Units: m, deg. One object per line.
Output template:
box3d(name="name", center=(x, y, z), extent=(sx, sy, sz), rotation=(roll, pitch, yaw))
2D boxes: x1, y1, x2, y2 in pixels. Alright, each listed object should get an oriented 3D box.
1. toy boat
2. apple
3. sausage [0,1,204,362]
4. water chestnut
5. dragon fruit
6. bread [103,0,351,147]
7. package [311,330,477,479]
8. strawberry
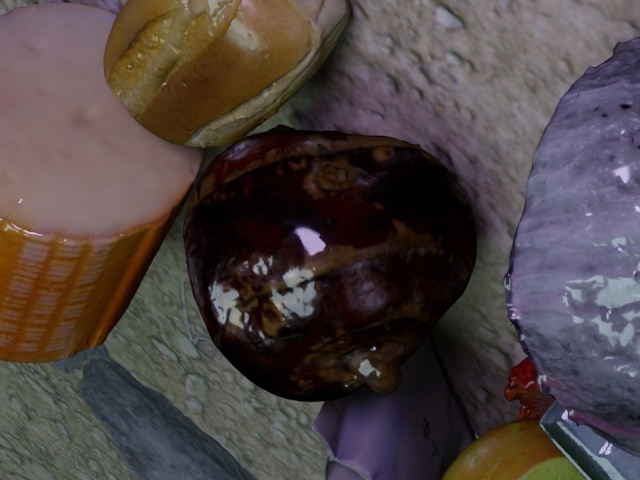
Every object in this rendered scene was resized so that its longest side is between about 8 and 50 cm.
box3d(name="toy boat", center=(0.269, 0.199, 1.093), extent=(0.260, 0.078, 0.085), rotation=(43, 173, 1))
box3d(name="apple", center=(0.169, 0.226, 1.200), extent=(0.163, 0.147, 0.146), rotation=(59, 166, 8))
box3d(name="sausage", center=(-0.244, -0.044, 1.345), extent=(0.233, 0.233, 0.287), rotation=(41, 148, 1))
box3d(name="water chestnut", center=(0.000, 0.000, 1.158), extent=(0.224, 0.238, 0.223), rotation=(-6, 146, -4))
box3d(name="dragon fruit", center=(0.264, 0.030, 0.900), extent=(0.221, 0.204, 0.283), rotation=(2, 132, 45))
box3d(name="bread", center=(-0.081, -0.150, 1.152), extent=(0.140, 0.106, 0.236), rotation=(44, 149, -8))
box3d(name="package", center=(0.079, 0.184, 1.296), extent=(0.062, 0.204, 0.251), rotation=(-20, 117, 30))
box3d(name="strawberry", center=(0.202, 0.130, 1.241), extent=(0.104, 0.048, 0.152), rotation=(31, 163, 5))
